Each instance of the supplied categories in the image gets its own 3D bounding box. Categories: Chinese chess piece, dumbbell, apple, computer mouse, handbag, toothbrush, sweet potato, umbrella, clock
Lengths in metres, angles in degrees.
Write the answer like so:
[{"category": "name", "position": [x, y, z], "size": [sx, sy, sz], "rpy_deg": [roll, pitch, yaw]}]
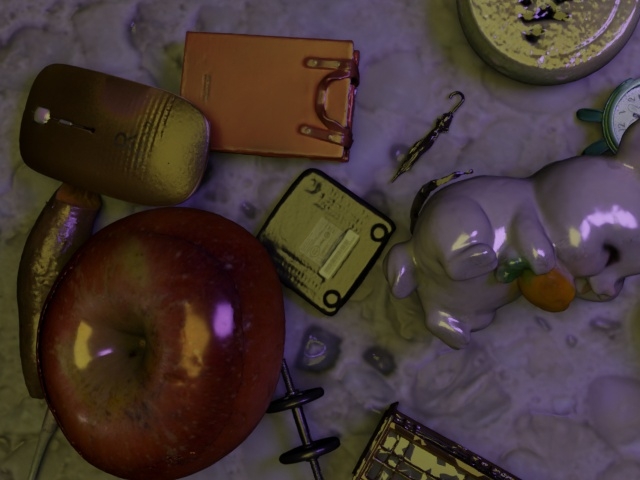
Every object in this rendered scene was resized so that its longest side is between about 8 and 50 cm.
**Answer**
[{"category": "Chinese chess piece", "position": [0.235, -0.254, 0.989], "size": [0.188, 0.083, 0.188], "rpy_deg": [0, 88, 5]}, {"category": "dumbbell", "position": [-0.020, 0.196, 1.021], "size": [0.069, 0.069, 0.147], "rpy_deg": [-18, 86, 7]}, {"category": "apple", "position": [-0.155, 0.103, 0.977], "size": [0.251, 0.206, 0.272], "rpy_deg": [-6, 86, 19]}, {"category": "computer mouse", "position": [-0.230, -0.114, 1.035], "size": [0.245, 0.056, 0.126], "rpy_deg": [19, 94, 23]}, {"category": "handbag", "position": [-0.055, -0.154, 1.038], "size": [0.190, 0.063, 0.127], "rpy_deg": [6, 90, 10]}, {"category": "toothbrush", "position": [-0.289, 0.180, 1.080], "size": [0.029, 0.024, 0.354], "rpy_deg": [16, 91, 0]}, {"category": "sweet potato", "position": [-0.300, 0.050, 1.054], "size": [0.077, 0.077, 0.244], "rpy_deg": [15, 85, 7]}, {"category": "umbrella", "position": [0.117, -0.108, 1.036], "size": [0.022, 0.013, 0.122], "rpy_deg": [37, 95, 19]}, {"category": "clock", "position": [0.336, -0.122, 0.994], "size": [0.135, 0.041, 0.101], "rpy_deg": [-7, 89, 8]}]

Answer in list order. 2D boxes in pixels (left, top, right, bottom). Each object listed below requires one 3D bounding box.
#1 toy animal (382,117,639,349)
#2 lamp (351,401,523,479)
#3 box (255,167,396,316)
[{"category": "toy animal", "position": [0.229, -0.016, 0.928], "size": [0.325, 0.208, 0.154], "rpy_deg": [-35, 45, 15]}, {"category": "lamp", "position": [0.192, 0.286, 0.983], "size": [0.325, 0.090, 0.089], "rpy_deg": [29, 94, 8]}, {"category": "box", "position": [0.000, 0.000, 1.043], "size": [0.125, 0.027, 0.126], "rpy_deg": [35, 93, 7]}]
